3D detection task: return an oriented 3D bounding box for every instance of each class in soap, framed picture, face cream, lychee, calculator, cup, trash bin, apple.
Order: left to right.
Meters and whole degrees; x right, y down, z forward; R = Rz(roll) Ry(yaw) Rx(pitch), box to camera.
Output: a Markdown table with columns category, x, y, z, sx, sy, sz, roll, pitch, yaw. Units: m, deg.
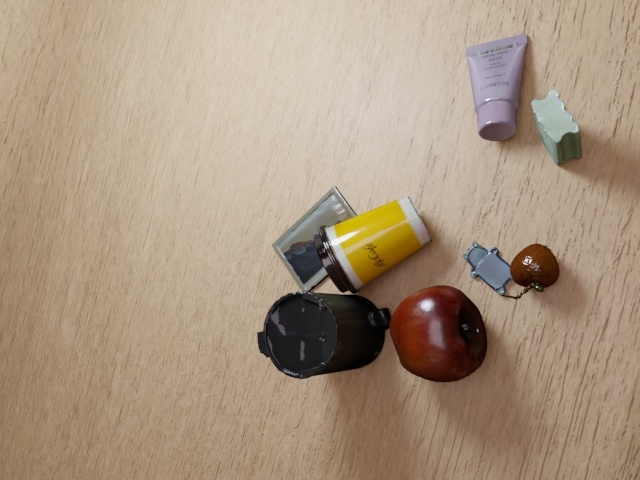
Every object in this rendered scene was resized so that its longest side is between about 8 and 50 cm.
| category | x | y | z | sx | sy | sz | roll | pitch | yaw |
| --- | --- | --- | --- | --- | --- | --- | --- | --- | --- |
| framed picture | 0.000 | 0.000 | 1.562 | 0.265 | 0.018 | 0.192 | -43 | 67 | 16 |
| trash bin | 0.019 | 0.229 | 1.357 | 0.251 | 0.301 | 0.203 | -22 | 73 | 24 |
| cup | 0.133 | 0.008 | 1.397 | 0.279 | 0.196 | 0.197 | -27 | 71 | 10 |
| apple | 0.277 | 0.224 | 1.278 | 0.233 | 0.234 | 0.234 | -4 | 81 | 27 |
| calculator | 0.415 | 0.065 | 1.335 | 0.141 | 0.019 | 0.094 | 45 | 103 | 27 |
| face cream | 0.441 | -0.388 | 1.355 | 0.153 | 0.096 | 0.274 | -7 | 67 | 30 |
| lychee | 0.485 | 0.075 | 1.248 | 0.114 | 0.101 | 0.140 | 18 | 92 | 10 |
| soap | 0.531 | -0.245 | 1.216 | 0.063 | 0.198 | 0.115 | -28 | 69 | 20 |
